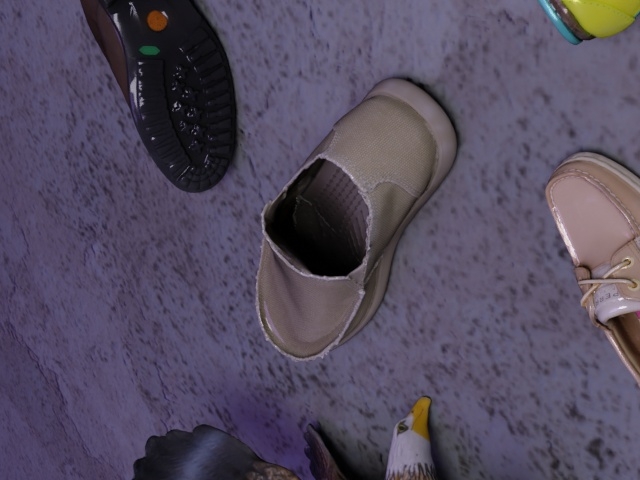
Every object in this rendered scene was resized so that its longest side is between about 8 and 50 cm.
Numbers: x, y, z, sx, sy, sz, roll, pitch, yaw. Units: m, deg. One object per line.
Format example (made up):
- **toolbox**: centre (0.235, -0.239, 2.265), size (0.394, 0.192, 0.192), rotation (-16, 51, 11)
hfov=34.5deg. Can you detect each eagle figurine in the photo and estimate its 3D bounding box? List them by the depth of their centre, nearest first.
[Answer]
- **eagle figurine**: centre (0.035, 0.220, 0.756), size (0.298, 0.225, 0.226), rotation (-10, 116, 39)

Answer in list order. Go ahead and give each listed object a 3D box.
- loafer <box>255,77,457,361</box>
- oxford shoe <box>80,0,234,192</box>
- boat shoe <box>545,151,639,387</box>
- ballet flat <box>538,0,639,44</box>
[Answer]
- **loafer**: centre (0.000, 0.000, 0.722), size (0.102, 0.092, 0.269), rotation (44, 139, 19)
- **oxford shoe**: centre (-0.129, -0.147, 0.800), size (0.096, 0.082, 0.227), rotation (14, 125, 65)
- **boat shoe**: centre (0.177, 0.029, 0.573), size (0.170, 0.059, 0.063), rotation (56, 141, 6)
- **ballet flat**: centre (0.094, -0.206, 0.519), size (0.077, 0.077, 0.231), rotation (-39, 85, 30)
